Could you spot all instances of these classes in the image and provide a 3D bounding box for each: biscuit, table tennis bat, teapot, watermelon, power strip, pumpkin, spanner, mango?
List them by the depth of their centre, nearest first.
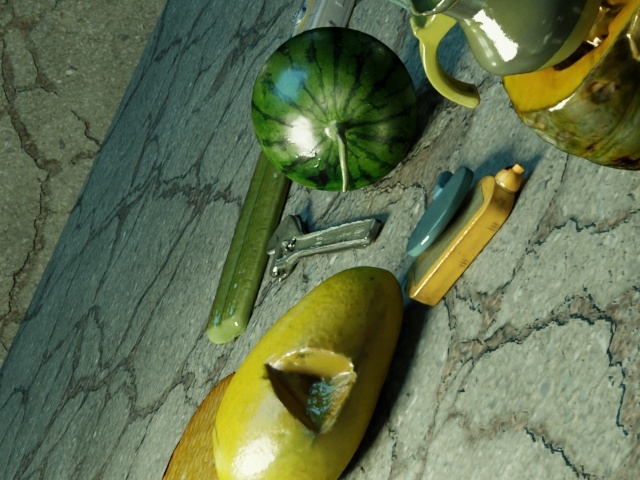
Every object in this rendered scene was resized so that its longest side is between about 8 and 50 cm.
[{"bbox_3d":[0.128,-0.176,1.167,0.165,0.119,0.130,-58,22,28],"label":"teapot"},{"bbox_3d":[0.267,-0.180,1.194,0.280,0.139,0.190,-47,25,39],"label":"pumpkin"},{"bbox_3d":[0.138,-0.008,1.490,0.178,0.028,0.049,-54,20,30],"label":"power strip"},{"bbox_3d":[-0.008,0.141,1.539,0.262,0.130,0.167,-62,20,-11],"label":"mango"},{"bbox_3d":[0.117,-0.035,1.542,0.100,0.019,0.155,-54,6,21],"label":"table tennis bat"},{"bbox_3d":[0.015,-0.144,1.759,0.188,0.188,0.214,-59,5,14],"label":"watermelon"},{"bbox_3d":[-0.133,0.292,1.822,0.305,0.038,0.305,-55,19,30],"label":"biscuit"},{"bbox_3d":[0.000,0.000,1.883,0.325,0.026,0.093,-11,53,66],"label":"spanner"},{"bbox_3d":[-0.092,-0.006,2.128,0.099,0.038,0.322,-32,35,54],"label":"biscuit"}]

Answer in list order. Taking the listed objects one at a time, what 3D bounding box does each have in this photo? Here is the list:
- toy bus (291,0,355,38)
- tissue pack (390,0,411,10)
[{"bbox_3d":[0.014,-0.348,2.265,0.075,0.064,0.190,-18,48,59],"label":"toy bus"},{"bbox_3d":[0.136,-0.444,1.914,0.198,0.146,0.263,-29,38,58],"label":"tissue pack"}]
